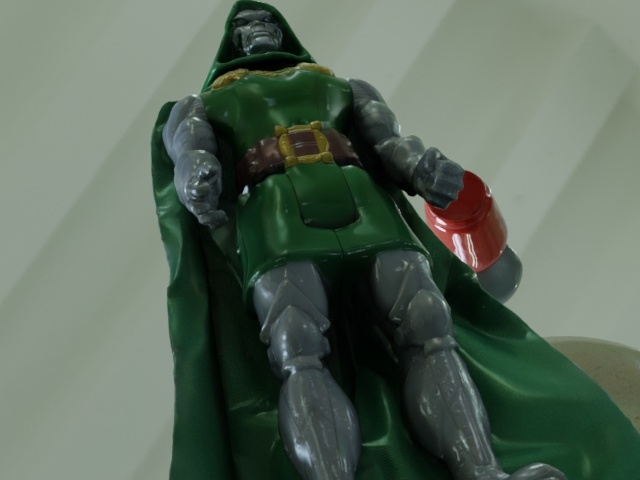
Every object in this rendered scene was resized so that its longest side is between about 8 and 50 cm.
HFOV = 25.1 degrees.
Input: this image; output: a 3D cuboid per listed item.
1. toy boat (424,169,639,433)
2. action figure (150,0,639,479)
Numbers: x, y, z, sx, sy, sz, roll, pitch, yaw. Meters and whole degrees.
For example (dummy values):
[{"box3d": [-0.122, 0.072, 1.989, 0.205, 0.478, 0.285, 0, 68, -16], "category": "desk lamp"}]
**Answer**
[{"box3d": [0.130, 0.109, 0.974, 0.268, 0.148, 0.318, -14, -119, 6], "category": "toy boat"}, {"box3d": [0.000, 0.000, 0.426, 0.137, 0.232, 0.063, -6, -49, -15], "category": "action figure"}]
